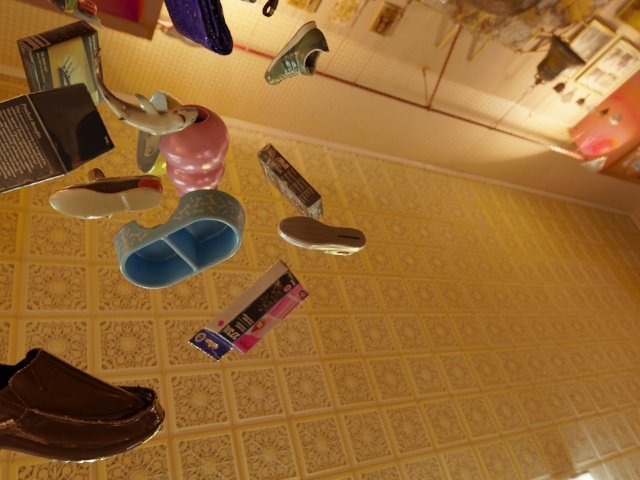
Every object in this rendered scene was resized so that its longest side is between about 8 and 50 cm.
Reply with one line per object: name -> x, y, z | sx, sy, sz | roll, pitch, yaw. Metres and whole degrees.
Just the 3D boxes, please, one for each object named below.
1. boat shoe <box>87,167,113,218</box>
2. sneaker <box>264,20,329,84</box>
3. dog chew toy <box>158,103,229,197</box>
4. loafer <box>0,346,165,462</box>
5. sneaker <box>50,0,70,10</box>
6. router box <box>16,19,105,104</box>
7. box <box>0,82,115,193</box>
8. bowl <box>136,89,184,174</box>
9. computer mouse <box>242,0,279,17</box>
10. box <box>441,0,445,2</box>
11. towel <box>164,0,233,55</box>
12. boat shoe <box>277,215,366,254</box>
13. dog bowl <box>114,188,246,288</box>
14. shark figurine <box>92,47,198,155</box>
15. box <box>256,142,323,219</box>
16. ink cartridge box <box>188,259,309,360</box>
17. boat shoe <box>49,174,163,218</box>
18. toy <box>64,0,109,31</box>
boat shoe -> -0.468, -0.111, 1.061 | 0.050, 0.045, 0.135 | 21, -145, -60
sneaker -> -0.054, -0.416, 1.149 | 0.086, 0.192, 0.064 | 54, -142, 3
dog chew toy -> -0.383, -0.241, 1.485 | 0.207, 0.331, 0.206 | 5, -134, -6
loafer -> -0.410, 0.230, 0.711 | 0.366, 0.130, 0.134 | 12, -174, -25
sneaker -> -0.662, -0.583, 1.111 | 0.153, 0.269, 0.101 | 43, -142, -43
router box -> -0.893, -0.584, 1.705 | 0.081, 0.308, 0.243 | 38, -127, 12
box -> -0.843, -0.265, 1.339 | 0.293, 0.396, 0.211 | -87, -18, -67
bowl -> -0.508, -0.350, 1.669 | 0.156, 0.289, 0.289 | 10, -130, -38
computer mouse -> -0.207, -0.718, 1.388 | 0.193, 0.105, 0.042 | 19, -157, -5
box -> 0.181, -0.670, 1.060 | 0.311, 0.148, 0.121 | 29, -145, -7
towel -> -0.299, -0.550, 1.086 | 0.076, 0.227, 0.308 | -22, -142, -21
boat shoe -> 0.000, 0.000, 1.596 | 0.303, 0.094, 0.109 | 12, -125, -17
dog bowl -> -0.297, 0.006, 1.038 | 0.166, 0.298, 0.074 | 57, -169, -44
shark figurine -> -0.446, -0.329, 1.191 | 0.278, 0.166, 0.116 | 30, -152, -10
box -> -0.117, -0.219, 1.954 | 0.076, 0.242, 0.307 | -41, -102, -8
ink cartridge box -> -0.215, 0.236, 1.522 | 0.069, 0.371, 0.175 | 45, 173, 39
boat shoe -> -0.275, -0.061, 0.633 | 0.137, 0.049, 0.043 | -7, -133, -9
toy -> -0.661, -0.640, 1.331 | 0.137, 0.056, 0.237 | 23, -168, -17
